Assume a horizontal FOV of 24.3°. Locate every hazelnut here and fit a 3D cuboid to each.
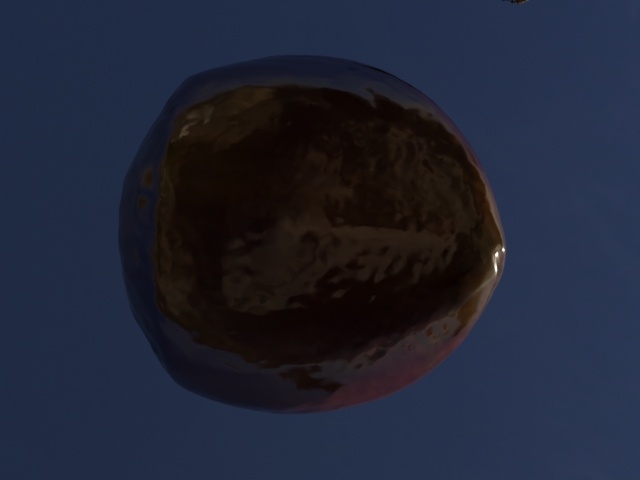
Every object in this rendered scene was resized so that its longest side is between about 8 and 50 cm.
[{"bbox_3d":[0.000,0.000,0.792,0.208,0.208,0.208,2,-101,-8],"label":"hazelnut"}]

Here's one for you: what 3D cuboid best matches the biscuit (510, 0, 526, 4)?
[{"bbox_3d":[0.131,-0.275,1.139,0.034,0.064,0.199,-43,-67,-36],"label":"biscuit"}]
